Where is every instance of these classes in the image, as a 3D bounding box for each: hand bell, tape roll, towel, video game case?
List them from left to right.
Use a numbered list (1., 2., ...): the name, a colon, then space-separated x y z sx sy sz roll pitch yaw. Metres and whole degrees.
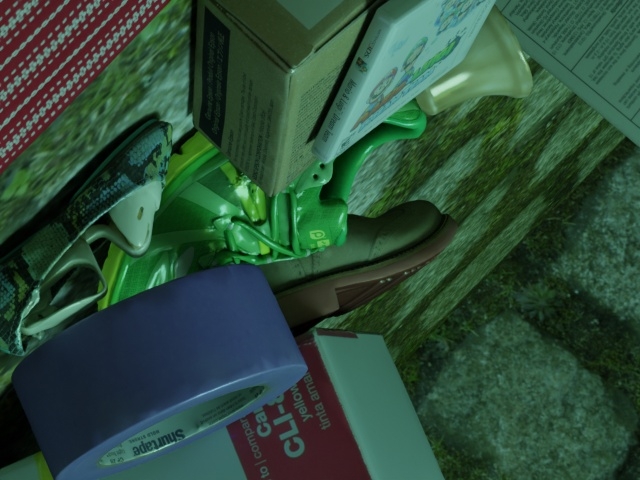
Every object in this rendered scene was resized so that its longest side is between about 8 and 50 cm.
1. towel: -0.128 -0.133 0.788 0.199 0.031 0.275 -47 171 -11
2. tape roll: -0.110 0.093 1.150 0.189 0.080 0.189 -25 168 -6
3. hand bell: 0.040 -0.110 1.384 0.242 0.126 0.126 -32 167 -6
4. video game case: 0.067 -0.132 1.085 0.157 0.019 0.143 -38 166 -36

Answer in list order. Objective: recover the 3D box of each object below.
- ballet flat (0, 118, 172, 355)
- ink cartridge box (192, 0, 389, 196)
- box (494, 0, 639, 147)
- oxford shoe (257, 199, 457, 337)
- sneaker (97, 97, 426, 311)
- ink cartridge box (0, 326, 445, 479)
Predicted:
1. ballet flat: -0.149 0.003 1.088 0.188 0.070 0.070 -45 169 -12
2. ink cartridge box: 0.026 -0.163 1.102 0.235 0.088 0.193 -42 167 -20
3. box: 0.299 -0.172 1.508 0.148 0.311 0.121 -50 169 15
4. oxford shoe: 0.000 0.000 1.433 0.123 0.130 0.348 -34 173 34
5. sneaker: -0.043 -0.028 1.215 0.295 0.123 0.109 -44 169 -4
6. ink cartridge box: -0.117 0.218 1.379 0.385 0.160 0.279 -25 172 10
